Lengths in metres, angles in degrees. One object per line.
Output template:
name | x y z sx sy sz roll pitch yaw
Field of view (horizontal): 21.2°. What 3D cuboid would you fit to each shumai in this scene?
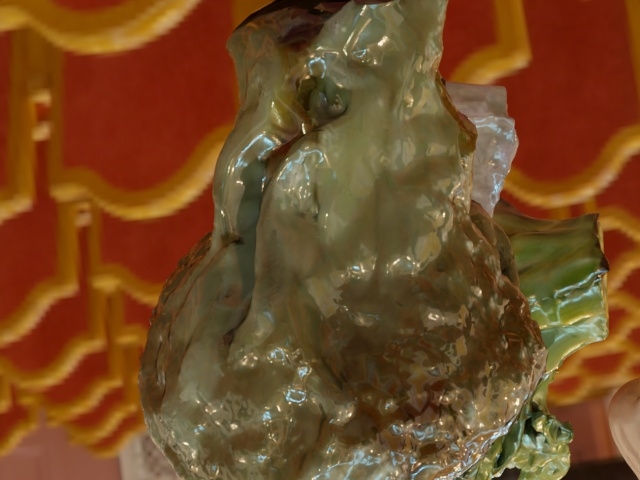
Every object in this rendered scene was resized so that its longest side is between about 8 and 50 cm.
shumai | 0.000 0.000 0.900 0.222 0.272 0.203 -7 132 8

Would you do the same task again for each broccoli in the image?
broccoli | 0.126 0.051 1.309 0.246 0.288 0.248 -10 -171 27

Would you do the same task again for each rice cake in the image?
rice cake | 0.057 0.064 1.179 0.073 0.365 0.056 12 -168 -14

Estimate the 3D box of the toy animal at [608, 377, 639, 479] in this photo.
toy animal | 0.334 0.211 1.431 0.210 0.221 0.229 -9 151 14
